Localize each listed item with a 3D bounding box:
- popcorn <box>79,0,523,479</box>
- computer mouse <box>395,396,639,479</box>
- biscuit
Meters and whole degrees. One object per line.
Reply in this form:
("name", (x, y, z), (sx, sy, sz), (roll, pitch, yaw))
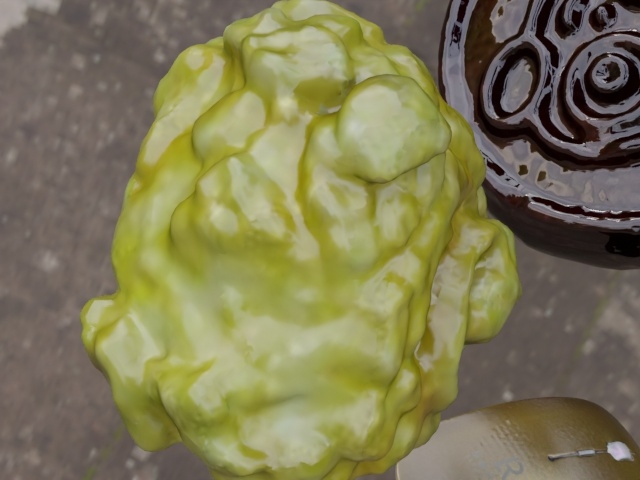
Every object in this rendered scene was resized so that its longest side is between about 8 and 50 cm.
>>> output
("popcorn", (0.000, 0.000, 1.078), (0.235, 0.250, 0.242), (15, 19, -8))
("computer mouse", (0.174, 0.189, 1.570), (0.245, 0.056, 0.126), (-5, 53, -33))
("biscuit", (0.279, -0.172, 1.639), (0.091, 0.407, 0.407), (39, 29, -53))
